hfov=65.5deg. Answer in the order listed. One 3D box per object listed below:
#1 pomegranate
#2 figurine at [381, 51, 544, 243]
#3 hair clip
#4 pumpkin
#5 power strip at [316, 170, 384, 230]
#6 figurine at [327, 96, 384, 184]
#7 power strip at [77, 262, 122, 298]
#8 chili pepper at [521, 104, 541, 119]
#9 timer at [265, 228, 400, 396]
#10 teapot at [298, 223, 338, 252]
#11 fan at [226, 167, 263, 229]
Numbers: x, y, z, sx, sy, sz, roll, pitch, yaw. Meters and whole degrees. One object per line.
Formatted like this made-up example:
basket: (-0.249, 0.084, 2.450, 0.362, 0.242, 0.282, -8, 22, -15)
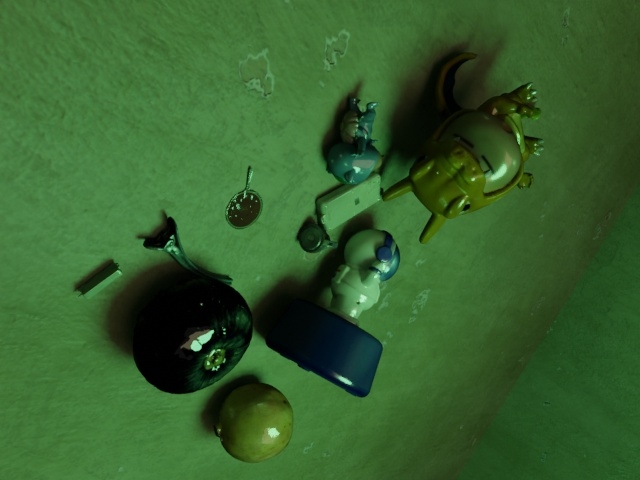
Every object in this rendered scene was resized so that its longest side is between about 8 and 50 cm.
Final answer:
pomegranate: (-0.157, 0.441, 1.196, 0.191, 0.191, 0.191, -23, 131, -30)
figurine: (0.359, -0.184, 1.179, 0.387, 0.268, 0.401, -40, 142, -29)
hair clip: (-0.244, 0.041, 0.961, 0.070, 0.039, 0.229, -46, 143, -8)
pumpkin: (-0.241, 0.181, 0.955, 0.233, 0.163, 0.233, -25, 135, -28)
power strip: (0.069, -0.094, 1.157, 0.192, 0.035, 0.082, -32, 134, -25)
figurine: (0.090, -0.204, 1.055, 0.144, 0.114, 0.178, -4, 110, -43)
power strip: (-0.379, 0.070, 0.854, 0.083, 0.027, 0.017, -39, 137, -14)
chili pepper: (0.570, -0.365, 1.437, 0.201, 0.050, 0.052, -17, 91, -33)
timer: (0.071, 0.144, 1.188, 0.270, 0.270, 0.384, 43, 71, -49)
teapot: (0.000, 0.000, 1.120, 0.057, 0.087, 0.066, 12, 94, -61)
fan: (-0.147, -0.082, 0.985, 0.085, 0.005, 0.134, -10, 124, -38)
